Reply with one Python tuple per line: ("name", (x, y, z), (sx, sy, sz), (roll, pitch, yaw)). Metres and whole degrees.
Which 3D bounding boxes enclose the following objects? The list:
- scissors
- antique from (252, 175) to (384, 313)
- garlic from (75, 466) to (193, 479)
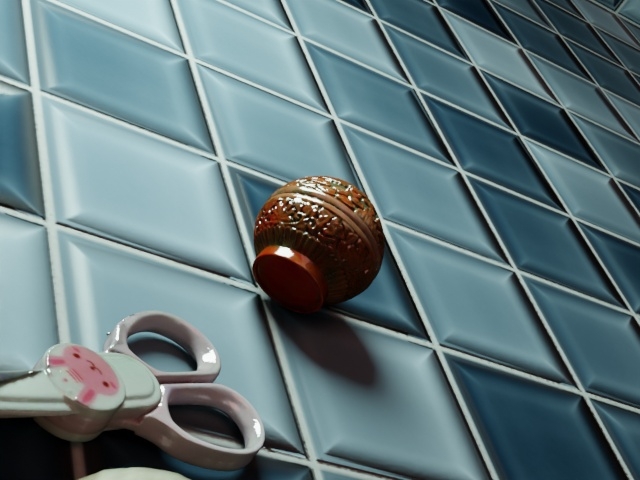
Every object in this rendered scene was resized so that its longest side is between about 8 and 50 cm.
("scissors", (-0.133, 0.085, 0.675), (0.242, 0.030, 0.118), (6, 39, -52))
("antique", (0.000, 0.000, 0.897), (0.104, 0.104, 0.104), (28, 27, -16))
("garlic", (-0.023, 0.187, 0.424), (0.143, 0.229, 0.178), (-12, 24, 2))
